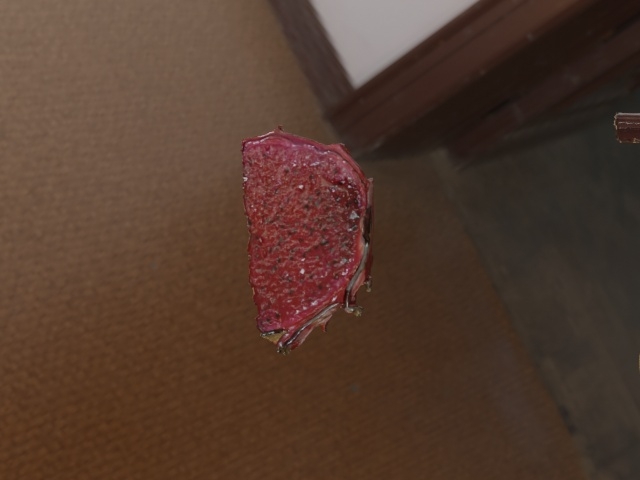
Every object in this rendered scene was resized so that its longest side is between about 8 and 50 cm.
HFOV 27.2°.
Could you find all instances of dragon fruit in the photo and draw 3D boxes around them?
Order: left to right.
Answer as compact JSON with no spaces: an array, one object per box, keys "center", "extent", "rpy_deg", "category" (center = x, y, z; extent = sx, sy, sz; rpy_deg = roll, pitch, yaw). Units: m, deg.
[{"center":[0.009,0.002,1.512],"extent":[0.126,0.161,0.274],"rpy_deg":[35,43,-58],"category":"dragon fruit"}]

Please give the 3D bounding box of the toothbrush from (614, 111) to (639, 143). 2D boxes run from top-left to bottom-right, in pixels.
[{"center":[0.500,-0.117,1.455],"extent":[0.041,0.364,0.041],"rpy_deg":[-14,107,-57],"category":"toothbrush"}]
